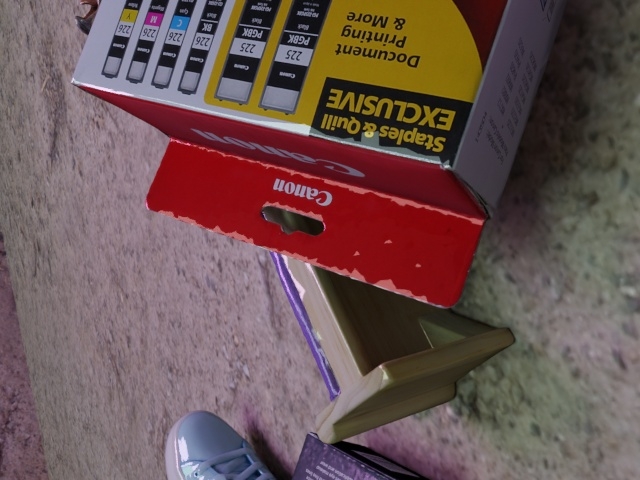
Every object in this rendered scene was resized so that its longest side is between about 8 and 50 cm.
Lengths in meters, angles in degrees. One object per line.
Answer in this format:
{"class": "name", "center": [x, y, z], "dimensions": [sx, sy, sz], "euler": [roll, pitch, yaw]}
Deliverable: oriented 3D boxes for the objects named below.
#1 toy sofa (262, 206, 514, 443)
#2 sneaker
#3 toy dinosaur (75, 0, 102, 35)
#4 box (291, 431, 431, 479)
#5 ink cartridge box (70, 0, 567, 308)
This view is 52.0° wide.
{"class": "toy sofa", "center": [0.000, 0.000, 0.634], "dimensions": [0.177, 0.150, 0.362], "euler": [-50, 57, 44]}
{"class": "sneaker", "center": [-0.061, 0.340, 0.812], "dimensions": [0.366, 0.135, 0.150], "euler": [49, 125, 25]}
{"class": "toy dinosaur", "center": [-0.086, -0.284, 0.672], "dimensions": [0.127, 0.296, 0.200], "euler": [-59, -31, -77]}
{"class": "box", "center": [0.038, 0.292, 0.637], "dimensions": [0.156, 0.093, 0.158], "euler": [8, 75, 53]}
{"class": "ink cartridge box", "center": [-0.011, -0.126, 0.479], "dimensions": [0.310, 0.130, 0.271], "euler": [16, 86, 27]}
